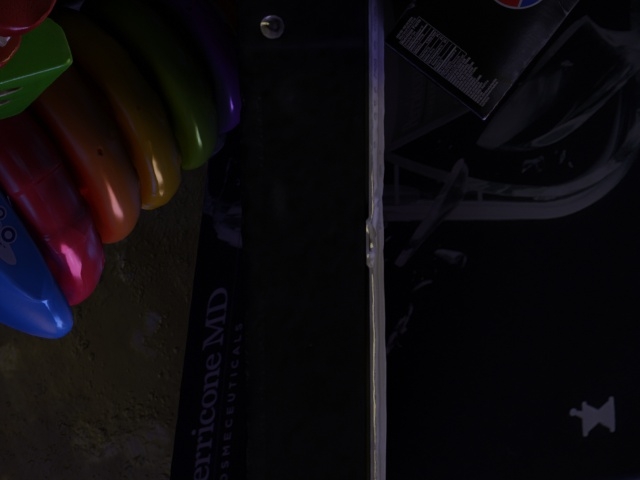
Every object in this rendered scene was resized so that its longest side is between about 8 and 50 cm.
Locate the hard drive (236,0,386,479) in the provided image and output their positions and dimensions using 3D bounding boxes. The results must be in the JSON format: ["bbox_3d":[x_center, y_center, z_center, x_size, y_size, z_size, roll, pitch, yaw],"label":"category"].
[{"bbox_3d":[0.000,0.000,0.708,0.064,0.338,0.237,-1,-174,2],"label":"hard drive"}]

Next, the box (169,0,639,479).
[{"bbox_3d":[0.178,-0.003,1.003,0.472,0.479,0.297,-18,145,36],"label":"box"}]

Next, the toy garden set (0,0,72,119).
[{"bbox_3d":[-0.203,-0.047,0.463,0.244,0.049,0.204,-19,-178,-22],"label":"toy garden set"}]

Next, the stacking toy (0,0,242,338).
[{"bbox_3d":[-0.104,-0.090,0.827,0.302,0.175,0.166,-36,-165,-21],"label":"stacking toy"}]

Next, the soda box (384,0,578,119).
[{"bbox_3d":[0.097,-0.131,0.571,0.169,0.053,0.060,-52,-179,12],"label":"soda box"}]
